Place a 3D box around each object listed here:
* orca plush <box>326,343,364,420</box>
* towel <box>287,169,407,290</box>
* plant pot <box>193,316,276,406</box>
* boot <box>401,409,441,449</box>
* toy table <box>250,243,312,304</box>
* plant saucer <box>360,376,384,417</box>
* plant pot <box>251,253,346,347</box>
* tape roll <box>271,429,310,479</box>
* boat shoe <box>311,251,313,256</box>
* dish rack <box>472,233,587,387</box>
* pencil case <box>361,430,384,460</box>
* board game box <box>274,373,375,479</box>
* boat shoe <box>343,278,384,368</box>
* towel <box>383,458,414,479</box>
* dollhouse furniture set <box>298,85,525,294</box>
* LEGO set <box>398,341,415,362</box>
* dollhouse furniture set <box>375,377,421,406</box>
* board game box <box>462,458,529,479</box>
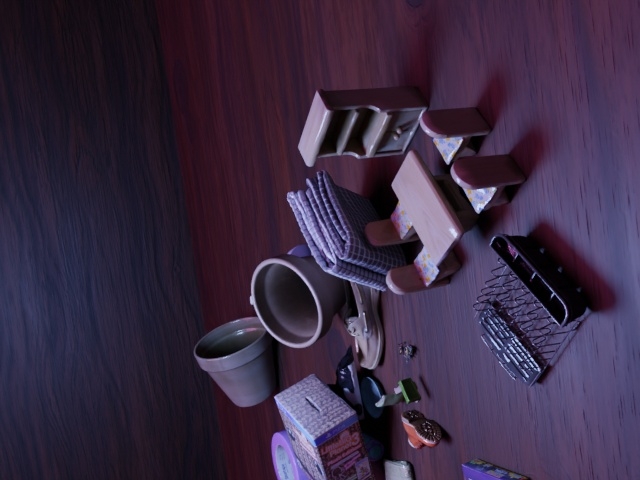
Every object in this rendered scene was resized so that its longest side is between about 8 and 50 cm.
[{"bbox_3d":[0.062,0.432,1.826,0.287,0.102,0.151,79,-179,-51],"label":"orca plush"},{"bbox_3d":[0.074,-0.028,1.560,0.121,0.235,0.283,-44,51,26],"label":"towel"},{"bbox_3d":[-0.312,0.508,2.562,0.323,0.323,0.280,17,131,63],"label":"plant pot"},{"bbox_3d":[0.258,0.491,1.574,0.158,0.059,0.084,-162,62,-72],"label":"boot"},{"bbox_3d":[-0.076,0.168,1.986,0.161,0.252,0.274,-29,52,48],"label":"toy table"},{"bbox_3d":[0.154,0.451,1.816,0.119,0.021,0.119,34,129,57],"label":"plant saucer"},{"bbox_3d":[-0.029,0.142,1.788,0.263,0.229,0.262,16,117,35],"label":"plant pot"},{"bbox_3d":[-0.098,0.869,2.432,0.275,0.090,0.274,32,126,59],"label":"tape roll"},{"bbox_3d":[0.000,0.000,1.931,0.076,0.080,0.228,-124,24,-80],"label":"boat shoe"},{"bbox_3d":[0.369,0.140,1.180,0.271,0.074,0.208,104,148,-41],"label":"dish rack"},{"bbox_3d":[0.125,0.607,1.878,0.152,0.070,0.064,-2,97,64],"label":"pencil case"},{"bbox_3d":[0.014,0.575,1.805,0.232,0.141,0.290,29,140,55],"label":"board game box"},{"bbox_3d":[0.108,0.216,1.739,0.109,0.098,0.302,26,122,61],"label":"boat shoe"},{"bbox_3d":[0.220,0.665,1.747,0.148,0.027,0.110,-32,71,64],"label":"towel"},{"bbox_3d":[0.153,-0.131,1.327,0.394,0.257,0.362,66,152,29],"label":"dollhouse furniture set"},{"bbox_3d":[0.223,0.282,1.615,0.083,0.024,0.054,-129,37,-69],"label":"LEGO set"},{"bbox_3d":[0.208,0.412,1.622,0.058,0.076,0.151,67,151,29],"label":"dollhouse furniture set"},{"bbox_3d":[0.380,0.558,1.338,0.170,0.048,0.141,-13,88,65],"label":"board game box"}]
